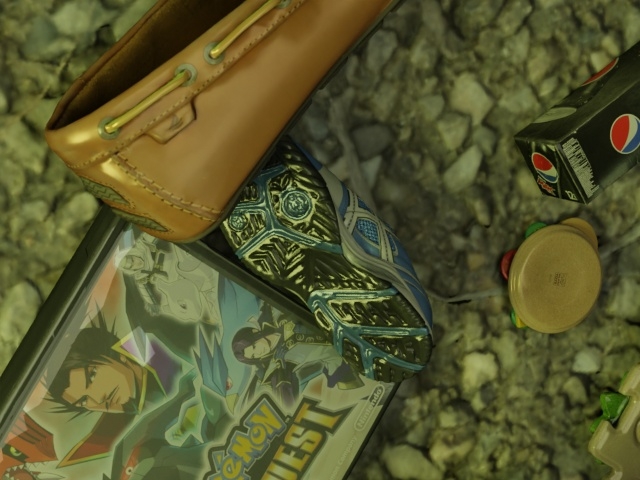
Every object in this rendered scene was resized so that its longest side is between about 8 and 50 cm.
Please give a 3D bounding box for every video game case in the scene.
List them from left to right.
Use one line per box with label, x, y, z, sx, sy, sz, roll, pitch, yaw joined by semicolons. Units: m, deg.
video game case;-0.105;0.146;1.309;0.248;0.035;0.275;34;83;-26

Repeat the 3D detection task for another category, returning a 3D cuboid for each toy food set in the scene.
toy food set;0.169;0.026;1.434;0.082;0.020;0.083;-10;103;-24

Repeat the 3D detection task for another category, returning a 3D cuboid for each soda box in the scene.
soda box;0.224;-0.097;1.421;0.169;0.060;0.053;-37;113;-18

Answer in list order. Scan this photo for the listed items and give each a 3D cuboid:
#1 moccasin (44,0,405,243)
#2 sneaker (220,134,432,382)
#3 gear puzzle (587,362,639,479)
moccasin;-0.034;-0.183;1.240;0.380;0.139;0.147;-51;120;-8
sneaker;0.000;0.000;1.324;0.080;0.081;0.211;-33;99;21
gear puzzle;0.284;0.129;1.501;0.175;0.044;0.339;31;86;-28
